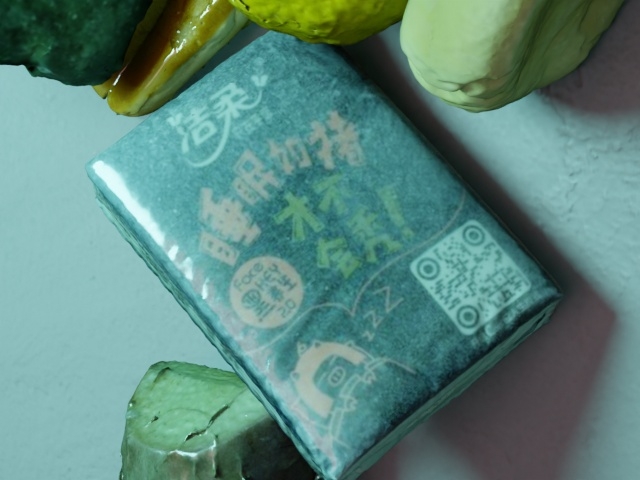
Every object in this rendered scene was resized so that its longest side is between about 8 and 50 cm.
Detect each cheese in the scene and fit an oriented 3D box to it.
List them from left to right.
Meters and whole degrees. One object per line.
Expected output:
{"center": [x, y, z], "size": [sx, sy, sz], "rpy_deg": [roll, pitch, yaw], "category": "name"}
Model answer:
{"center": [0.142, -0.190, 0.860], "size": [0.117, 0.214, 0.226], "rpy_deg": [33, 104, 18], "category": "cheese"}

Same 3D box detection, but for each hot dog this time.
{"center": [-0.111, -0.207, 1.082], "size": [0.269, 0.072, 0.109], "rpy_deg": [-47, 71, 24], "category": "hot dog"}

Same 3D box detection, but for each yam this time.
{"center": [-0.075, 0.244, 1.057], "size": [0.202, 0.201, 0.271], "rpy_deg": [7, 93, 28], "category": "yam"}

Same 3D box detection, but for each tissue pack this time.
{"center": [0.000, 0.000, 0.969], "size": [0.228, 0.103, 0.315], "rpy_deg": [-37, 74, -14], "category": "tissue pack"}

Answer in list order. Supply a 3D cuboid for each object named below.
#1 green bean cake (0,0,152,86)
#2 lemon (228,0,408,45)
{"center": [-0.251, -0.307, 0.977], "size": [0.308, 0.300, 0.169], "rpy_deg": [-60, 40, 13], "category": "green bean cake"}
{"center": [0.010, -0.242, 0.921], "size": [0.192, 0.231, 0.192], "rpy_deg": [15, 126, 21], "category": "lemon"}
